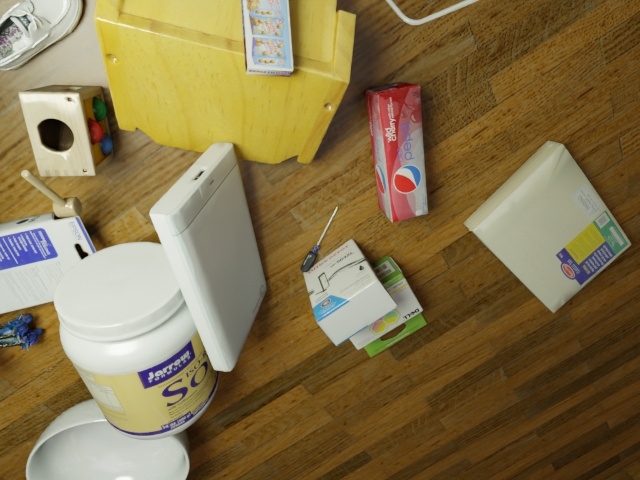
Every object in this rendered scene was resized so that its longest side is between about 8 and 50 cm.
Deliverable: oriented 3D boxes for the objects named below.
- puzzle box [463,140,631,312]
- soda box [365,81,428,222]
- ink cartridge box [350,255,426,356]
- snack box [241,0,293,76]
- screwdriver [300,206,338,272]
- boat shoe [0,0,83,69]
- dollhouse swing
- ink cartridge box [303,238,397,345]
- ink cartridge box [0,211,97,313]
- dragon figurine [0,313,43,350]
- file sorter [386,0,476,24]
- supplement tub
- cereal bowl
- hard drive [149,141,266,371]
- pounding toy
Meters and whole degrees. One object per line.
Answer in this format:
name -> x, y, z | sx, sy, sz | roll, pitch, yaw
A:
puzzle box -> 0.582, -0.014, 1.012 | 0.409, 0.052, 0.272 | 38, 101, -25
soda box -> 0.156, -0.176, 0.816 | 0.083, 0.092, 0.263 | -15, 117, -4
ink cartridge box -> 0.158, 0.194, 0.990 | 0.188, 0.097, 0.255 | -32, 117, 4
snack box -> -0.075, -0.317, 0.549 | 0.064, 0.022, 0.178 | -3, 88, -18
screwdriver -> 0.000, 0.000, 0.903 | 0.024, 0.025, 0.170 | 23, 109, -22
boat shoe -> -0.452, -0.333, 0.619 | 0.184, 0.063, 0.066 | -31, 118, 3
dollhouse swing -> -0.146, -0.359, 0.680 | 0.346, 0.305, 0.315 | 6, 155, -16
ink cartridge box -> 0.053, 0.103, 0.864 | 0.148, 0.203, 0.086 | -35, 115, 5
ink cartridge box -> -0.589, 0.049, 0.771 | 0.332, 0.065, 0.165 | -12, 117, -5
dragon figurine -> -0.695, 0.222, 0.753 | 0.144, 0.289, 0.085 | 9, 117, 25
file sorter -> 0.201, -0.493, 0.579 | 0.173, 0.193, 0.278 | 36, 84, -28
supplement tub -> -0.332, 0.193, 0.766 | 0.241, 0.241, 0.331 | -6, 130, -10
cereal bowl -> -0.485, 0.496, 0.963 | 0.338, 0.141, 0.339 | -5, 115, -10
hard drive -> -0.177, 0.035, 0.731 | 0.047, 0.233, 0.353 | 3, 128, 11
pounding toy -> -0.401, -0.138, 0.657 | 0.094, 0.181, 0.206 | -3, 116, -12
